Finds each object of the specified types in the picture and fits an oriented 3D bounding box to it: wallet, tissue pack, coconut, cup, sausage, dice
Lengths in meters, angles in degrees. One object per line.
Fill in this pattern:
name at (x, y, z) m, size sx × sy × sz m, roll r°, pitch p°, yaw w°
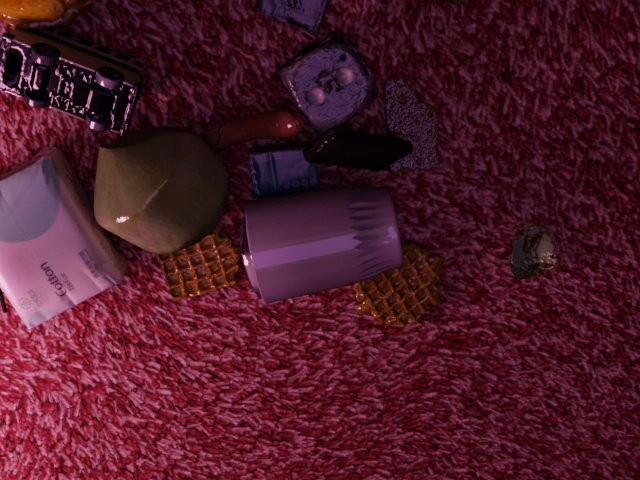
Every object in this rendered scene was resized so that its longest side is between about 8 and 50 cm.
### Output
wallet at (0.090, -0.211, 1.800) m, size 0.250 × 0.149 × 0.044 m, roll 4°, pitch 69°, yaw -36°
tissue pack at (-0.088, -0.177, 1.860) m, size 0.169 × 0.082 × 0.120 m, roll -8°, pitch 109°, yaw -2°
coconut at (-0.380, -0.127, 1.755) m, size 0.328 × 0.281 × 0.328 m, roll 1°, pitch 146°, yaw 1°
cup at (0.000, 0.000, 1.834) m, size 0.371 × 0.253 × 0.253 m, roll -11°, pitch 109°, yaw 0°
sausage at (-0.165, -0.259, 1.775) m, size 0.304 × 0.078 × 0.078 m, roll -8°, pitch 111°, yaw 28°
wallet at (-0.064, -0.561, 1.763) m, size 0.166 × 0.030 × 0.111 m, roll 17°, pitch 102°, yaw -11°
dice at (0.018, -0.369, 1.752) m, size 0.183 × 0.182 × 0.181 m, roll -33°, pitch 106°, yaw 6°
coconut at (0.561, 0.031, 1.990) m, size 0.133 × 0.055 × 0.158 m, roll 25°, pitch 106°, yaw -13°
tissue pack at (-0.667, -0.011, 1.814) m, size 0.266 × 0.194 × 0.356 m, roll -27°, pitch 108°, yaw -1°

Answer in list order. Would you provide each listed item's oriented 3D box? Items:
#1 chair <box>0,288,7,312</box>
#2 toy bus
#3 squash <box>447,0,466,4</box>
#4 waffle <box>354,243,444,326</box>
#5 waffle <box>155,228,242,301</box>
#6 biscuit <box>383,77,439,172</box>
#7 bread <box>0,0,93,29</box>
chair at (-0.813, 0.064, 1.903) m, size 0.084 × 0.101 × 0.212 m, roll -24°, pitch 71°, yaw 3°
toy bus at (-0.557, -0.379, 1.708) m, size 0.305 × 0.179 × 0.143 m, roll 19°, pitch 127°, yaw -10°
squash at (0.269, -0.701, 1.710) m, size 0.094 × 0.094 × 0.341 m, roll -17°, pitch 111°, yaw 2°
waffle at (0.206, 0.118, 1.993) m, size 0.243 × 0.059 × 0.238 m, roll 12°, pitch 108°, yaw -9°
waffle at (-0.301, 0.053, 1.936) m, size 0.210 × 0.055 × 0.160 m, roll -17°, pitch 110°, yaw 2°
biscuit at (0.227, -0.288, 1.876) m, size 0.131 × 0.026 × 0.237 m, roll -6°, pitch 108°, yaw -4°
bread at (-0.624, -0.637, 1.580) m, size 0.337 × 0.204 × 0.358 m, roll -41°, pitch 94°, yaw 1°
